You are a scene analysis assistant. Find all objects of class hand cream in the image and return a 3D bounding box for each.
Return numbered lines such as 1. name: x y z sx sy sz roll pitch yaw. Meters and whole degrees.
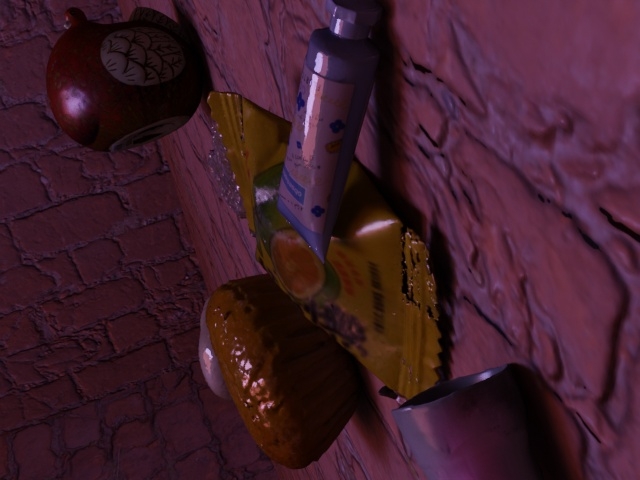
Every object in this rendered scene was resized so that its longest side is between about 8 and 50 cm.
1. hand cream: 0.003 -0.069 0.443 0.065 0.043 0.171 50 141 37

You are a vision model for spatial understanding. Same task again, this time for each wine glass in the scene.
1. wine glass: 0.103 0.150 0.383 0.073 0.073 0.155 119 128 -73

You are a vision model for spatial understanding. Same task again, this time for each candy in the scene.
1. candy: 0.000 0.000 0.572 0.297 0.081 0.187 42 150 40

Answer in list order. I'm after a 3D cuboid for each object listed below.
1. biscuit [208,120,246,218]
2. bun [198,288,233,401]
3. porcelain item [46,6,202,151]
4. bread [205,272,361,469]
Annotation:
1. biscuit: -0.139 -0.098 1.105 0.250 0.032 0.133 143 106 -76
2. bun: -0.143 0.191 1.321 0.231 0.133 0.231 -6 -90 -81
3. porcelain item: -0.316 -0.267 1.100 0.253 0.252 0.253 160 90 -77
4. bread: -0.044 0.148 0.829 0.240 0.139 0.240 160 90 -78
